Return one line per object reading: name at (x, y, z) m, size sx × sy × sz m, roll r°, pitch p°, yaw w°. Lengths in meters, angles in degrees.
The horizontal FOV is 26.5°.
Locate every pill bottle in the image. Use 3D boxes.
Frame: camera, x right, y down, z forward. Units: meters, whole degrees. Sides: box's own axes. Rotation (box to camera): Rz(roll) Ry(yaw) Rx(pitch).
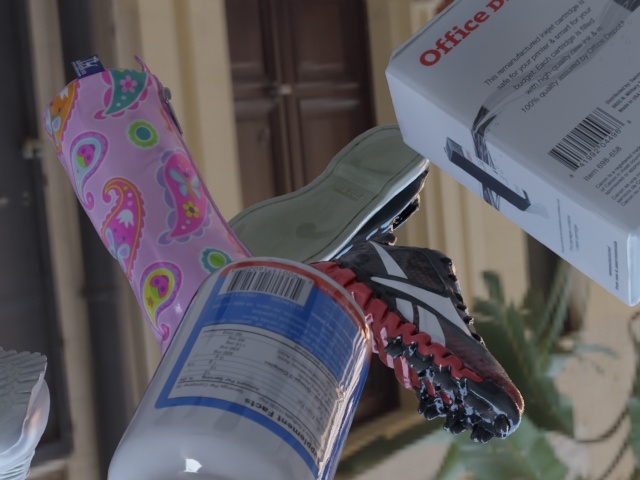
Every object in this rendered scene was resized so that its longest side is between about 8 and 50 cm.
pill bottle at (-0.051, 0.121, 0.795) m, size 0.124 × 0.124 × 0.221 m, roll -3°, pitch -144°, yaw 21°

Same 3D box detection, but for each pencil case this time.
pencil case at (-0.144, -0.027, 1.222) m, size 0.124 × 0.284 × 0.124 m, roll -27°, pitch 163°, yaw -9°

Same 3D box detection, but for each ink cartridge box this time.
ink cartridge box at (0.219, -0.108, 1.138) m, size 0.197 × 0.114 × 0.273 m, roll -41°, pitch -122°, yaw -15°

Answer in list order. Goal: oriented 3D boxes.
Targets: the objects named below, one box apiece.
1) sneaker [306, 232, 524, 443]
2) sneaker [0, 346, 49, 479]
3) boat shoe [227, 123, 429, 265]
sneaker at (0.105, 0.080, 1.291) m, size 0.135 × 0.098 × 0.276 m, roll -35°, pitch -131°, yaw -21°
sneaker at (-0.222, 0.130, 0.914) m, size 0.090 × 0.095 × 0.235 m, roll -15°, pitch -173°, yaw -18°
boat shoe at (-0.003, -0.002, 1.535) m, size 0.127 × 0.113 × 0.340 m, roll 27°, pitch -127°, yaw 30°
